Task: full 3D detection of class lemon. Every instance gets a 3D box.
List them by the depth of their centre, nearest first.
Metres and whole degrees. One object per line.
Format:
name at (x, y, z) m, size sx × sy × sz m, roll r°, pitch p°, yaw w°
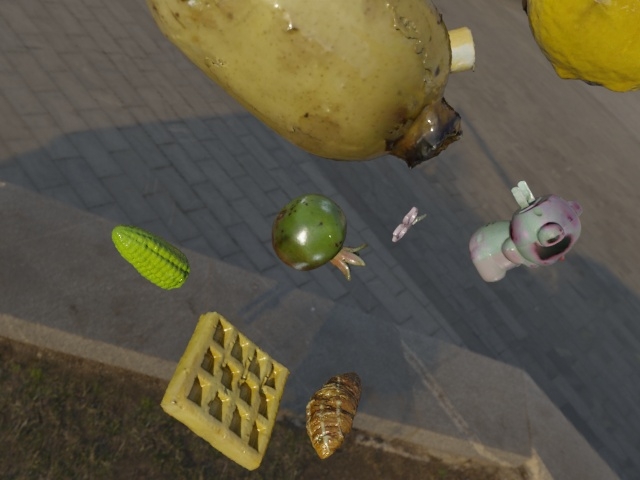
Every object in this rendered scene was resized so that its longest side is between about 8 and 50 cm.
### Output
lemon at (0.396, -0.312, 0.762) m, size 0.288 × 0.233 × 0.233 m, roll 12°, pitch 41°, yaw -15°

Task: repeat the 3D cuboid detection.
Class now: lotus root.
lotus root at (-0.005, -0.159, 0.459) m, size 0.284 × 0.160 × 0.146 m, roll 38°, pitch 61°, yaw -10°

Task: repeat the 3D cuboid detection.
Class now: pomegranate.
pomegranate at (0.000, 0.000, 1.354) m, size 0.224 × 0.181 × 0.181 m, roll 38°, pitch 33°, yaw -13°

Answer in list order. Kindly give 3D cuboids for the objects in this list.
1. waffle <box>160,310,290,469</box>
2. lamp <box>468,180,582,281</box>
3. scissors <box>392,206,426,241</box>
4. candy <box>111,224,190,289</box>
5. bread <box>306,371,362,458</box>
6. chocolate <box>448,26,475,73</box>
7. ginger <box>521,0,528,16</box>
waffle at (-0.175, 0.292, 1.172) m, size 0.248 × 0.055 × 0.221 m, roll 46°, pitch 38°, yaw -26°
lamp at (0.571, -0.033, 1.689) m, size 0.247 × 0.301 × 0.247 m, roll -28°, pitch 91°, yaw -46°
scissors at (0.254, -0.055, 1.641) m, size 0.021 × 0.110 × 0.212 m, roll 38°, pitch 24°, yaw 15°
candy at (-0.371, 0.029, 1.289) m, size 0.209 × 0.096 × 0.097 m, roll 48°, pitch 19°, yaw -49°
bread at (0.023, 0.335, 1.209) m, size 0.076 × 0.105 × 0.233 m, roll 61°, pitch 29°, yaw -15°
chocolate at (0.169, -0.331, 1.094) m, size 0.219 × 0.086 × 0.086 m, roll -10°, pitch 45°, yaw 3°
ginger at (0.495, -0.500, 1.033) m, size 0.176 × 0.418 × 0.254 m, roll -25°, pitch 80°, yaw -16°
